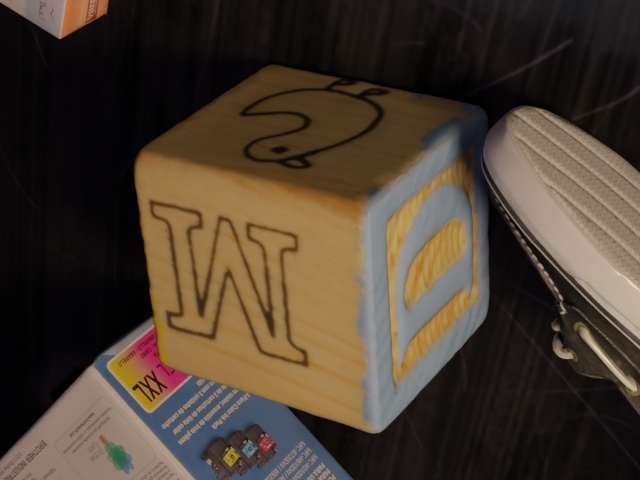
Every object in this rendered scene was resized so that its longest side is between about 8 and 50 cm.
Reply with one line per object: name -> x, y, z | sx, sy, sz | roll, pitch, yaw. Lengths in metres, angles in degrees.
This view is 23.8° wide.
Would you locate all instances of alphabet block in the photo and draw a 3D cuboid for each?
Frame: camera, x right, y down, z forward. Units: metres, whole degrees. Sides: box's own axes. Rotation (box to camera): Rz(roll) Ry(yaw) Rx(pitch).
alphabet block -> 0.000, 0.000, 1.138 | 0.197, 0.192, 0.193 | 14, 122, 28

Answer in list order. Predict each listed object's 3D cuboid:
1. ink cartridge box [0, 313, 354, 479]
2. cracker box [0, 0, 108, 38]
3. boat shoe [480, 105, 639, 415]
ink cartridge box -> -0.097, 0.283, 1.408 | 0.395, 0.151, 0.270 | 49, 134, 3
cracker box -> -0.270, -0.290, 1.237 | 0.232, 0.067, 0.155 | 33, 132, 17
boat shoe -> 0.216, 0.058, 1.060 | 0.335, 0.121, 0.119 | 48, 129, -1
